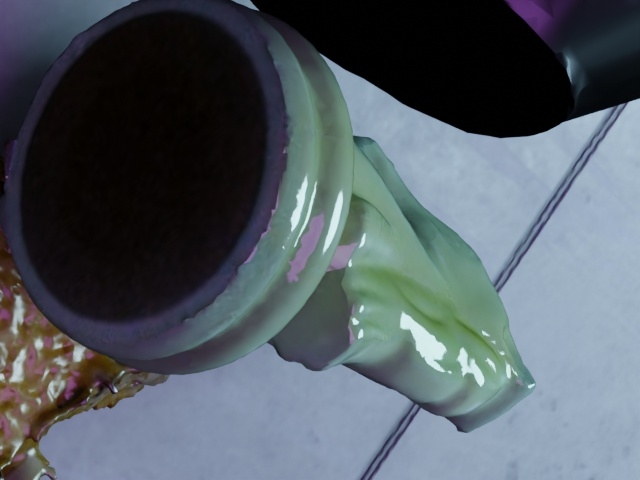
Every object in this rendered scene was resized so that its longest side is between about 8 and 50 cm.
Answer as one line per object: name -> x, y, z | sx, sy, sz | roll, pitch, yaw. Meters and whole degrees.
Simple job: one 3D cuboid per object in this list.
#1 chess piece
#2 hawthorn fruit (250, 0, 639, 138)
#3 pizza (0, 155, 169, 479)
chess piece -> 0.000, 0.000, 0.711 | 0.298, 0.176, 0.176 | 24, 95, -52
hawthorn fruit -> 0.093, -0.197, 0.638 | 0.316, 0.316, 0.316 | -14, 118, -30
pizza -> -0.175, 0.048, 0.693 | 0.297, 0.071, 0.189 | -28, 106, -27
